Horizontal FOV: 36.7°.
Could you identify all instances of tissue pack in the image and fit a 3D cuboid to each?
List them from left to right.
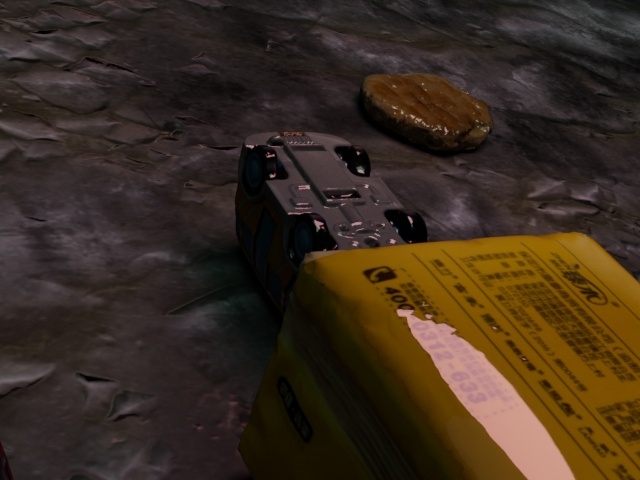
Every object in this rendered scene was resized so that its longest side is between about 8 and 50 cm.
[{"bbox_3d":[0.157,0.189,0.625,0.293,0.228,0.382,-5,41,-30],"label":"tissue pack"}]

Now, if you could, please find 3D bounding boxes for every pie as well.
[{"bbox_3d":[0.148,-0.180,1.330,0.195,0.046,0.195,13,32,-8],"label":"pie"}]

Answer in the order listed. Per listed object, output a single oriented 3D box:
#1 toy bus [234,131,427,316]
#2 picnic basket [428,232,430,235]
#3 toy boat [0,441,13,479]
[{"bbox_3d":[0.000,0.000,0.903,0.126,0.136,0.209,-3,40,-31],"label":"toy bus"},{"bbox_3d":[0.088,0.024,0.973,0.083,0.083,0.065,-31,25,2],"label":"picnic basket"},{"bbox_3d":[-0.302,0.103,0.662,0.136,0.079,0.392,-19,46,-42],"label":"toy boat"}]
